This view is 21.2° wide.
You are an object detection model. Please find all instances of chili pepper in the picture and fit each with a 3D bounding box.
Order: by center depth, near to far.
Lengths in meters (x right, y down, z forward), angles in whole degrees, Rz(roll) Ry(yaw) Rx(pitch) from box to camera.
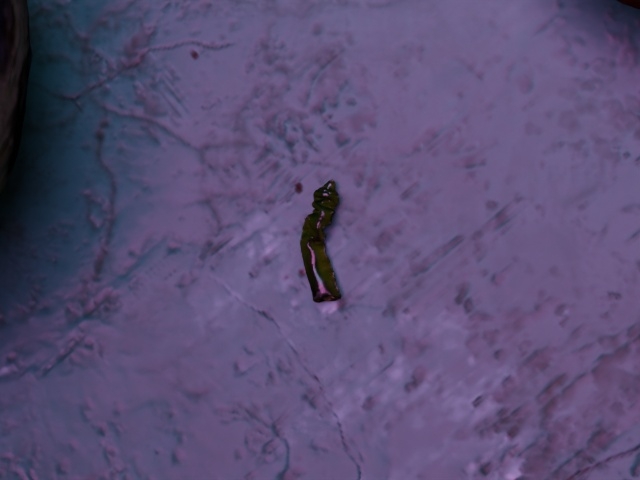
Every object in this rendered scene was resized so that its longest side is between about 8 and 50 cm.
[{"bbox_3d":[0.000,0.000,1.144,0.027,0.022,0.083,-2,87,42],"label":"chili pepper"}]

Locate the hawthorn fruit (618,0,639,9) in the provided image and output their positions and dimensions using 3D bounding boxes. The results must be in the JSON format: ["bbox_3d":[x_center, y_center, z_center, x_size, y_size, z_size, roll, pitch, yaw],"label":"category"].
[{"bbox_3d":[0.244,-0.274,1.013,0.266,0.210,0.230,-36,65,41],"label":"hawthorn fruit"}]

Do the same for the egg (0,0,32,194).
[{"bbox_3d":[-0.352,-0.140,1.042,0.345,0.345,0.428,-10,73,8],"label":"egg"}]
